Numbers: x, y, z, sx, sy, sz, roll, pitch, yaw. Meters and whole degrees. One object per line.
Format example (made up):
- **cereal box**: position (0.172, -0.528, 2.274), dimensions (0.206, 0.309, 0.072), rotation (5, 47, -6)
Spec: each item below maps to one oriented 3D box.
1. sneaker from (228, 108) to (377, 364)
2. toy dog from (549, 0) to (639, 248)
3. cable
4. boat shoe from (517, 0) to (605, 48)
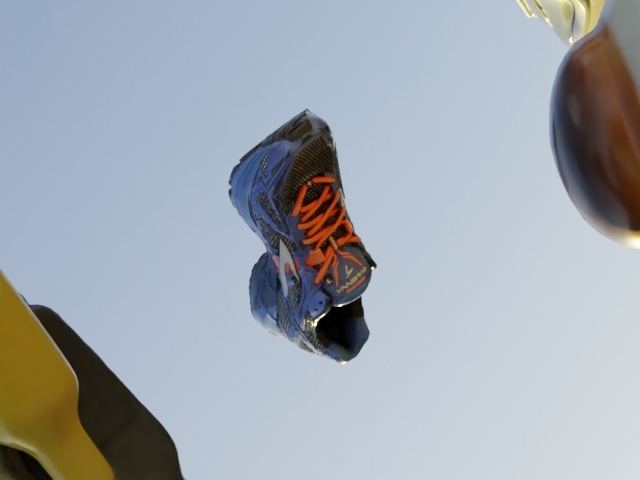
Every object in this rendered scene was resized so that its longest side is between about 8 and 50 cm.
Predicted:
- **sneaker**: position (0.000, 0.000, 1.169), dimensions (0.083, 0.087, 0.221), rotation (-39, -34, -23)
- **toy dog**: position (0.235, -0.171, 0.668), dimensions (0.395, 0.285, 0.408), rotation (-64, -20, -74)
- **cable**: position (-0.060, 0.110, 0.539), dimensions (0.072, 0.287, 0.139), rotation (-42, -3, -45)
- **boat shoe**: position (0.204, -0.240, 1.458), dimensions (0.116, 0.099, 0.319), rotation (-56, -24, 3)
